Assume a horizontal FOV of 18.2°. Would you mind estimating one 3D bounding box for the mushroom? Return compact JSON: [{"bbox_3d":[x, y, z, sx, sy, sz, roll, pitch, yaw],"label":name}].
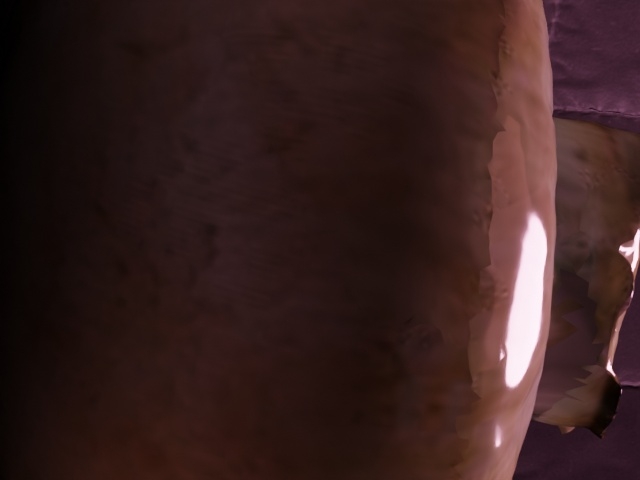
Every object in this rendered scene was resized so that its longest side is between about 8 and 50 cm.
[{"bbox_3d":[0.000,0.000,0.767,0.352,0.260,0.352,-169,-90,-89],"label":"mushroom"}]
